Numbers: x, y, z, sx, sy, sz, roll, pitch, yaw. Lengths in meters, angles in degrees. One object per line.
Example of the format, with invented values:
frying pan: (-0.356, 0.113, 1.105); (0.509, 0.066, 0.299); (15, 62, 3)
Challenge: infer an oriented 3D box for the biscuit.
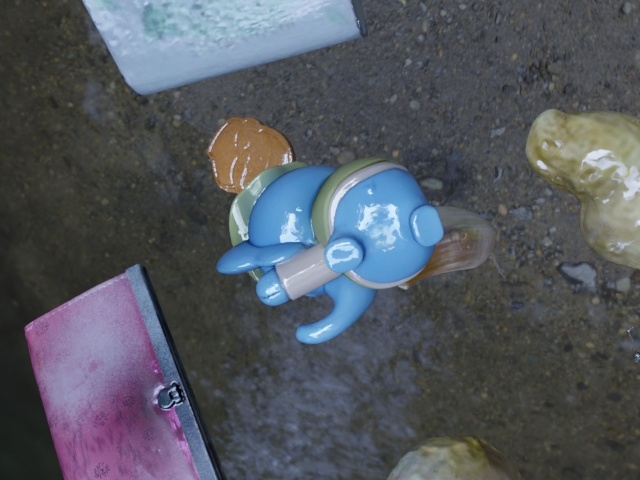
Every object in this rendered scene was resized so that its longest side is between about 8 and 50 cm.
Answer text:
biscuit: (-0.091, -0.104, 0.730); (0.130, 0.019, 0.102); (24, 101, 23)

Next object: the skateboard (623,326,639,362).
skateboard: (0.784, 0.255, 1.400); (0.063, 0.083, 0.032); (1, 142, -13)

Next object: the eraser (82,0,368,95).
eraser: (-0.089, -0.232, 0.499); (0.226, 0.081, 0.174); (-11, 124, 14)

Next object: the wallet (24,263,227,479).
wallet: (-0.156, 0.146, 0.456); (0.119, 0.025, 0.232); (-28, 71, 3)

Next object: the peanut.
peanut: (0.342, -0.057, 0.644); (0.137, 0.122, 0.253); (-40, 87, 0)

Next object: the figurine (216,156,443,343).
figurine: (0.000, -0.004, 0.557); (0.154, 0.262, 0.180); (40, 85, -19)

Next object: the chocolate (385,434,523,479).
chocolate: (0.078, 0.305, 0.445); (0.134, 0.134, 0.309); (13, 87, 15)

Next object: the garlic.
garlic: (0.210, 0.010, 0.903); (0.198, 0.090, 0.129); (-6, 108, -20)
